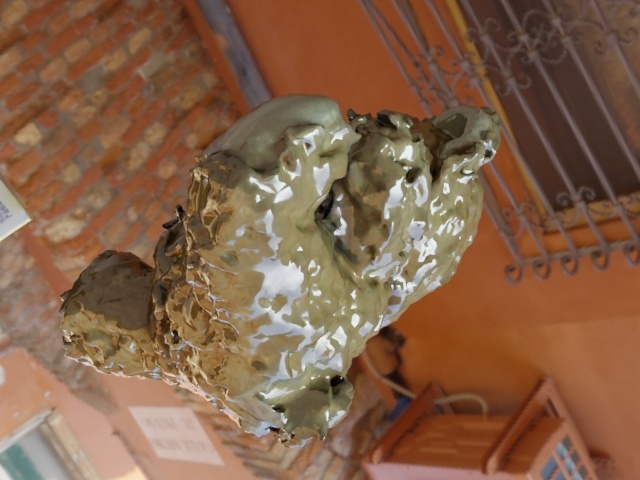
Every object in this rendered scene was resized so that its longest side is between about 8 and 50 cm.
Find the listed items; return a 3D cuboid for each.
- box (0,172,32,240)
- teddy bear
[{"bbox_3d":[-0.385,-0.078,0.664,0.168,0.265,0.097,-39,-161,-9],"label":"box"},{"bbox_3d":[0.000,0.000,0.500,0.256,0.156,0.267,-42,-176,-42],"label":"teddy bear"}]
